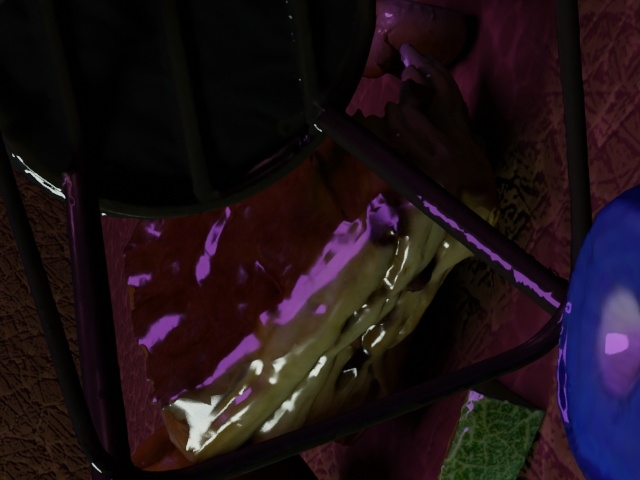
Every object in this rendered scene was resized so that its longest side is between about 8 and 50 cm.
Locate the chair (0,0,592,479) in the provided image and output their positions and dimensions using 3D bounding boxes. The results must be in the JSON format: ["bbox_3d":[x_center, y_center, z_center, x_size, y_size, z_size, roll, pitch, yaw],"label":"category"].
[{"bbox_3d":[-0.041,-0.077,0.819,0.410,0.362,0.365,-130,25,-56],"label":"chair"}]

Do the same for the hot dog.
[{"bbox_3d":[0.058,-0.182,1.274,0.242,0.084,0.073,-147,62,-70],"label":"hot dog"}]

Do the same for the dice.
[{"bbox_3d":[0.197,0.056,0.643,0.143,0.146,0.146,-134,52,-70],"label":"dice"}]

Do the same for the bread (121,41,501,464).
[{"bbox_3d":[0.000,0.000,1.197,0.370,0.191,0.314,-50,35,25],"label":"bread"}]

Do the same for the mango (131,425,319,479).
[{"bbox_3d":[-0.055,0.306,1.216,0.182,0.253,0.365,-41,43,7],"label":"mango"}]

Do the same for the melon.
[{"bbox_3d":[0.095,0.195,1.078,0.114,0.053,0.262,-95,20,-54],"label":"melon"}]
